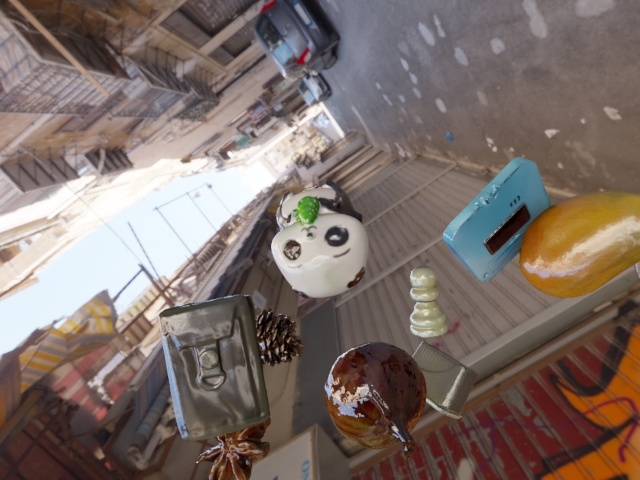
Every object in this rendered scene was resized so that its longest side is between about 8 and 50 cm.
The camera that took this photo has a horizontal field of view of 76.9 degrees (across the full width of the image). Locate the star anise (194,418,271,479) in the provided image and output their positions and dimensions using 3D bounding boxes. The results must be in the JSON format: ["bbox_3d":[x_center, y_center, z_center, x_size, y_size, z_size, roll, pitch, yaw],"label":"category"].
[{"bbox_3d":[-0.186,0.453,0.909,0.111,0.212,0.196,22,-152,-53],"label":"star anise"}]

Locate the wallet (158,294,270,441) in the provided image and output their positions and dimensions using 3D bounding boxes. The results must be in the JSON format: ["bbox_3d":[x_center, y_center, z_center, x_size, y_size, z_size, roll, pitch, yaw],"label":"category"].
[{"bbox_3d":[-0.185,0.228,0.725,0.052,0.169,0.245,173,88,-73],"label":"wallet"}]

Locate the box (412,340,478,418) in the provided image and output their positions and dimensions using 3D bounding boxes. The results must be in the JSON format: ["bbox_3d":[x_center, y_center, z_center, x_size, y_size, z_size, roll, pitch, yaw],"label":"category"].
[{"bbox_3d":[0.429,0.501,1.490,0.138,0.178,0.274,31,178,-34],"label":"box"}]

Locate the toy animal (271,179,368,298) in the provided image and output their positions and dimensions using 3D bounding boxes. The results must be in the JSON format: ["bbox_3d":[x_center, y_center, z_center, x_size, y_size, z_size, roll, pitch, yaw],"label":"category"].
[{"bbox_3d":[-0.002,-0.007,0.909,0.212,0.213,0.266,50,-162,-28],"label":"toy animal"}]

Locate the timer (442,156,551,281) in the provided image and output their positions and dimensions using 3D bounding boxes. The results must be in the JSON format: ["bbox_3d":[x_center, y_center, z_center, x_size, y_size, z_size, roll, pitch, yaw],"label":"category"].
[{"bbox_3d":[0.380,-0.048,0.889,0.250,0.232,0.091,39,-172,-47],"label":"timer"}]

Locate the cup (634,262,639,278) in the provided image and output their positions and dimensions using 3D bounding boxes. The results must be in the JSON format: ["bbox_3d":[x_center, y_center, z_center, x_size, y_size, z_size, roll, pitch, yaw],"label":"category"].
[{"bbox_3d":[1.063,0.074,1.094,0.289,0.202,0.203,13,-166,-4],"label":"cup"}]

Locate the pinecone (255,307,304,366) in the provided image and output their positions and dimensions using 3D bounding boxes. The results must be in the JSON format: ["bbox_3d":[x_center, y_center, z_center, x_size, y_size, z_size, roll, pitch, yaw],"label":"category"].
[{"bbox_3d":[-0.155,0.334,1.389,0.179,0.205,0.184,-42,-64,-47],"label":"pinecone"}]

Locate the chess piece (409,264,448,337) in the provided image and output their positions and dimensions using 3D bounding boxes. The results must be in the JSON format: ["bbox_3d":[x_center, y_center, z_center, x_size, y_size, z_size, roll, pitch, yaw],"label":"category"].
[{"bbox_3d":[0.374,0.209,1.440,0.133,0.133,0.243,-50,-48,-81],"label":"chess piece"}]

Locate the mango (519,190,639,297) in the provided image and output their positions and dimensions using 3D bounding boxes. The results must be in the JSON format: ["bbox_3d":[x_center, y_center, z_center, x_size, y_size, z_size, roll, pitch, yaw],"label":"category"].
[{"bbox_3d":[0.509,-0.002,0.785,0.139,0.254,0.175,9,-138,-56],"label":"mango"}]

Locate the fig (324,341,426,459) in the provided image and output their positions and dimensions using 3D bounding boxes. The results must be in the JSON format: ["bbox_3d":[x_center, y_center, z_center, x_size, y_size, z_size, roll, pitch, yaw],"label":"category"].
[{"bbox_3d":[0.127,0.339,0.888,0.235,0.235,0.214,54,167,-6],"label":"fig"}]
